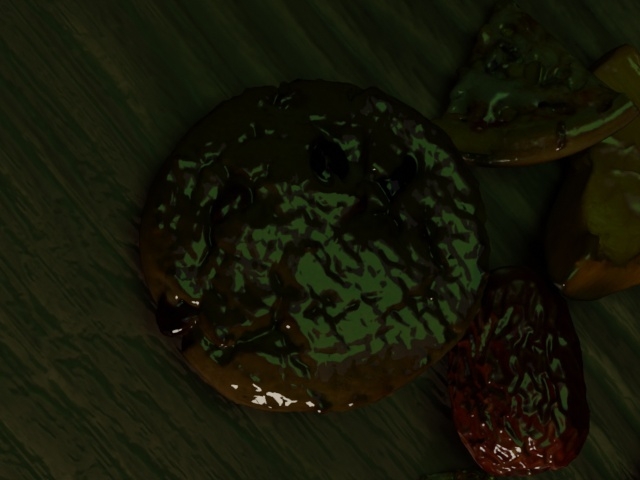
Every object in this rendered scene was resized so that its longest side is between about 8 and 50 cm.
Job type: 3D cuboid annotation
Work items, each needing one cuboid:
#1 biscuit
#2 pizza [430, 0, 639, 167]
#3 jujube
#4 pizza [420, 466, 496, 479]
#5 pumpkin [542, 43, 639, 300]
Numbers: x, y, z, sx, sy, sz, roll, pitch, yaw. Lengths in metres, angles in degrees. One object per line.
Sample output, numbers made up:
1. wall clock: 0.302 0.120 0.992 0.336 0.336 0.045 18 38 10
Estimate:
1. biscuit: 0.001 -0.001 1.258 0.296 0.075 0.296 3 75 -13
2. pizza: 0.184 -0.145 1.361 0.185 0.036 0.176 1 68 9
3. jujube: 0.165 0.110 1.317 0.112 0.109 0.176 11 67 -44
4. pizza: 0.115 0.224 1.323 0.078 0.025 0.083 22 76 -21
5. pumpkin: 0.316 -0.056 1.401 0.290 0.095 0.258 7 68 -22
